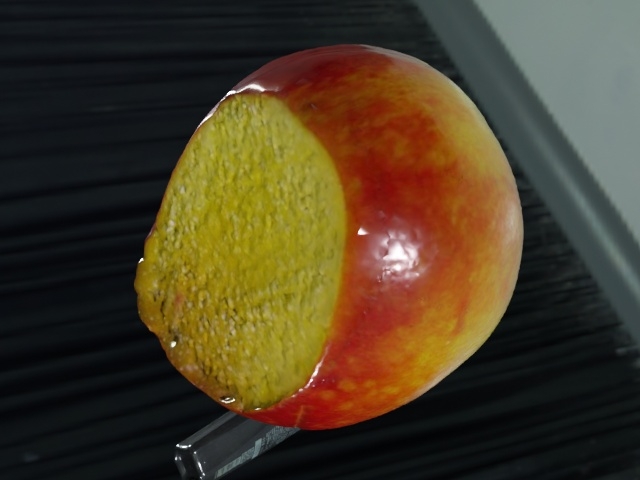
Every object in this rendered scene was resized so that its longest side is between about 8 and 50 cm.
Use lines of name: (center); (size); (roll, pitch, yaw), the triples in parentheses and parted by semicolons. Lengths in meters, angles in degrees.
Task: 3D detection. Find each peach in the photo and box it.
peach: (0.000, 0.000, 0.687); (0.190, 0.192, 0.190); (62, 169, 22)

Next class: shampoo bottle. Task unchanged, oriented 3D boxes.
shampoo bottle: (-0.024, 0.099, 0.795); (0.027, 0.137, 0.048); (42, 141, 26)
